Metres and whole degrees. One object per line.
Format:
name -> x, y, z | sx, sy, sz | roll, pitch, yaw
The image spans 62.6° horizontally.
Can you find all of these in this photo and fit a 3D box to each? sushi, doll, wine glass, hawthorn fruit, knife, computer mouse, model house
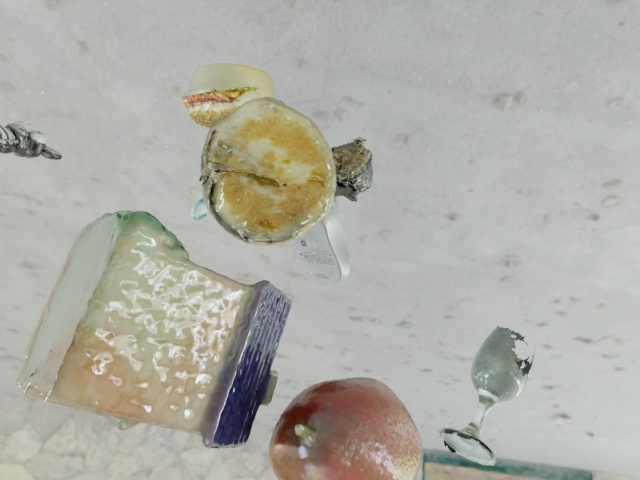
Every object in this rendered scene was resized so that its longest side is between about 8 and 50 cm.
sushi -> 0.031, -0.168, 1.341 | 0.213, 0.147, 0.115 | -8, 155, -3
doll -> -0.603, -0.197, 1.022 | 0.091, 0.067, 0.219 | 30, -171, 10
wine glass -> 0.400, 0.358, 1.247 | 0.143, 0.321, 0.143 | 26, 151, 16
hawthorn fruit -> 0.023, 0.262, 0.678 | 0.200, 0.199, 0.251 | -4, 153, 19
knife -> -0.338, -0.113, 1.635 | 0.031, 0.222, 0.064 | 10, 111, 18
computer mouse -> 0.000, 0.000, 1.715 | 0.184, 0.121, 0.296 | -2, 125, 31
model house -> -0.200, 0.129, 0.693 | 0.280, 0.245, 0.312 | 26, 161, -31

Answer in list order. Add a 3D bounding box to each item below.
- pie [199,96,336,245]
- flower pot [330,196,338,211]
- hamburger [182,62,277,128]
pie -> -0.122, -0.154, 1.200 | 0.339, 0.339, 0.077 | 8, 174, -1
flower pot -> -0.054, -0.163, 1.922 | 0.246, 0.246, 0.195 | 19, 172, -19
hamburger -> -0.270, -0.422, 1.607 | 0.276, 0.179, 0.294 | 0, -178, 35
